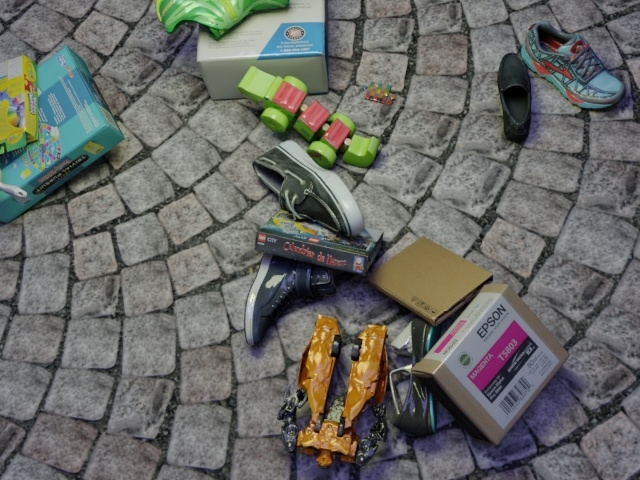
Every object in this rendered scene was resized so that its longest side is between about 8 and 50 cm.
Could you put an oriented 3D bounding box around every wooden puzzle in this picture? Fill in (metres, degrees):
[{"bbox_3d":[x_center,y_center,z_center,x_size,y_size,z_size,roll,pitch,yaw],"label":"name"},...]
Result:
[{"bbox_3d":[0.133,-0.342,1.945,0.083,0.006,0.049,16,68,13],"label":"wooden puzzle"}]

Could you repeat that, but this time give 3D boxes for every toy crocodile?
[{"bbox_3d":[-0.026,-0.268,1.847,0.340,0.105,0.115,36,72,-2],"label":"toy crocodile"}]

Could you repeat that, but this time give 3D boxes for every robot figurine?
[{"bbox_3d":[0.037,0.296,1.617,0.210,0.085,0.291,9,66,10],"label":"robot figurine"}]

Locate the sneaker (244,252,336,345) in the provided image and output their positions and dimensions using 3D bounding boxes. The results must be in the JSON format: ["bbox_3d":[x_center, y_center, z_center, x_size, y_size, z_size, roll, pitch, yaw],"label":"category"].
[{"bbox_3d":[-0.058,0.116,1.708,0.163,0.086,0.226,10,66,13],"label":"sneaker"}]

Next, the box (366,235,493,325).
[{"bbox_3d":[0.216,0.076,1.677,0.164,0.021,0.201,-34,40,-22],"label":"box"}]

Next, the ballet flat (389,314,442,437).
[{"bbox_3d":[0.182,0.236,1.628,0.096,0.095,0.281,1,65,15],"label":"ballet flat"}]

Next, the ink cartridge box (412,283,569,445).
[{"bbox_3d":[0.319,0.228,1.570,0.193,0.088,0.235,47,73,-11],"label":"ink cartridge box"}]

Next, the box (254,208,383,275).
[{"bbox_3d":[0.000,0.000,1.727,0.232,0.044,0.159,13,23,12],"label":"box"}]

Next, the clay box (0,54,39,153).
[{"bbox_3d":[-0.687,-0.285,1.851,0.127,0.053,0.222,-14,71,17],"label":"clay box"}]

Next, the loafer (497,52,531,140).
[{"bbox_3d":[0.435,-0.329,1.869,0.076,0.078,0.223,0,65,5],"label":"loafer"}]

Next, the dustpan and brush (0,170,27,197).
[{"bbox_3d":[-0.707,-0.129,1.789,0.211,0.060,0.147,14,112,7],"label":"dustpan and brush"}]

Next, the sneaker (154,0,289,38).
[{"bbox_3d":[-0.208,-0.503,1.833,0.295,0.109,0.124,-7,95,-2],"label":"sneaker"}]

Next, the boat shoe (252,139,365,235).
[{"bbox_3d":[-0.032,-0.092,1.754,0.119,0.121,0.335,-29,40,-16],"label":"boat shoe"}]

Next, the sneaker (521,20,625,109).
[{"bbox_3d":[0.556,-0.389,1.859,0.261,0.125,0.104,37,74,20],"label":"sneaker"}]

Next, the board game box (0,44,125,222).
[{"bbox_3d":[-0.637,-0.238,1.894,0.336,0.079,0.254,-34,66,6],"label":"board game box"}]

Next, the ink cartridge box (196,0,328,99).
[{"bbox_3d":[-0.126,-0.544,1.976,0.285,0.166,0.395,-2,66,4],"label":"ink cartridge box"}]
